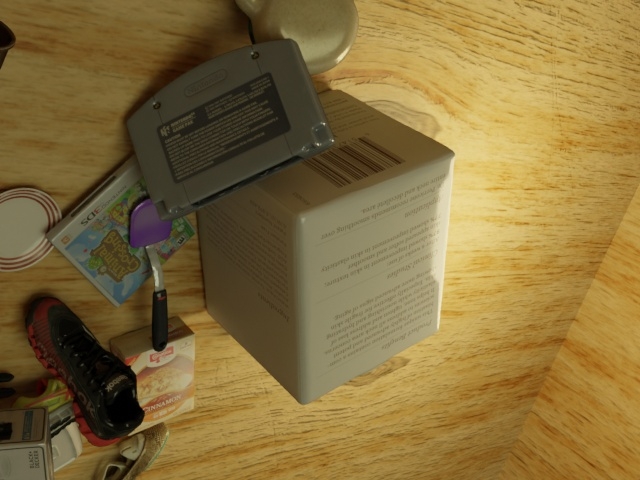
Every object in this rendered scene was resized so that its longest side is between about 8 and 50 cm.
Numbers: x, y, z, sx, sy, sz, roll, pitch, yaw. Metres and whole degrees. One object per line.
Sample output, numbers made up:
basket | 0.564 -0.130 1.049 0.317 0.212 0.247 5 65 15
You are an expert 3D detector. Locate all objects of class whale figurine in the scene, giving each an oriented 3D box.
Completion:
whale figurine | -0.043 -0.400 1.329 0.216 0.141 0.272 -16 105 -21

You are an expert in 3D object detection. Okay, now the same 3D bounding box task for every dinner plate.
dinner plate | -0.461 -0.018 1.263 0.141 0.017 0.141 -24 133 -29

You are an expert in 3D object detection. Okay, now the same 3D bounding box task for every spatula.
spatula | -0.281 0.062 1.421 0.084 0.030 0.297 -18 119 -38

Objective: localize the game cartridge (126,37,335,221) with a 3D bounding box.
game cartridge | -0.142 -0.175 1.261 0.297 0.198 0.062 -23 164 14

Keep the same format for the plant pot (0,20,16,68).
plant pot | -0.480 -0.198 1.018 0.167 0.167 0.165 2 123 -45

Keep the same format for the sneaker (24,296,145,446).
sneaker | -0.372 0.207 1.350 0.097 0.135 0.276 -38 106 -46

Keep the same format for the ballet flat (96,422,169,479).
ballet flat | -0.379 0.436 1.628 0.067 0.073 0.206 39 85 -36

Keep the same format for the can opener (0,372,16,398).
can opener | -0.572 0.233 1.317 0.186 0.073 0.059 -5 82 -45

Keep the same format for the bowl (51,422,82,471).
bowl | -0.492 0.366 1.479 0.142 0.053 0.142 -26 132 -27

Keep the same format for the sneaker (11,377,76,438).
sneaker | -0.441 0.266 1.439 0.081 0.094 0.208 -51 167 29

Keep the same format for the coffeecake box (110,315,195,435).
coffeecake box | -0.312 0.252 1.558 0.142 0.068 0.186 -18 128 -34

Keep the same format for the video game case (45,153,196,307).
video game case | -0.323 -0.011 1.383 0.193 0.023 0.212 -45 143 -13

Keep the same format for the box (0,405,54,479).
box | -0.566 0.353 1.284 0.289 0.087 0.169 -3 122 -13

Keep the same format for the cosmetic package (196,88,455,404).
cosmetic package | 0.000 0.000 1.478 0.329 0.327 0.394 -23 130 -31
